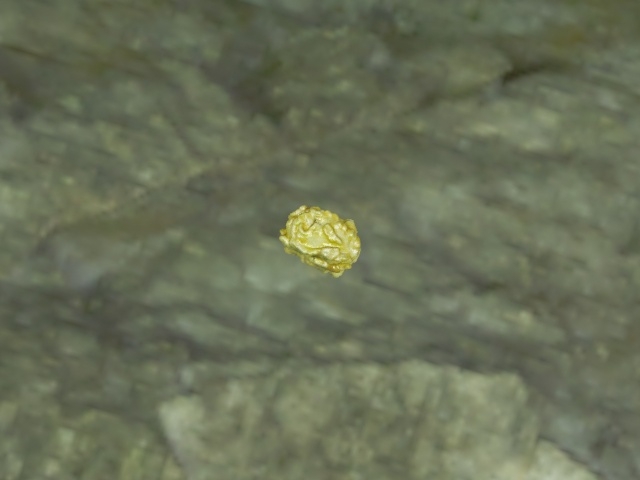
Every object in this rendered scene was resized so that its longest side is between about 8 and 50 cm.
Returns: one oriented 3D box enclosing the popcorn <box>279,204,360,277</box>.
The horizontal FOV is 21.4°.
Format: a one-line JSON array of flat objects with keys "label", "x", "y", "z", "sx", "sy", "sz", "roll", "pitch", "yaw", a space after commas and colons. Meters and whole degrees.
[{"label": "popcorn", "x": 0.000, "y": 0.000, "z": 1.694, "sx": 0.082, "sy": 0.057, "sz": 0.083, "roll": 24, "pitch": 167, "yaw": 1}]
